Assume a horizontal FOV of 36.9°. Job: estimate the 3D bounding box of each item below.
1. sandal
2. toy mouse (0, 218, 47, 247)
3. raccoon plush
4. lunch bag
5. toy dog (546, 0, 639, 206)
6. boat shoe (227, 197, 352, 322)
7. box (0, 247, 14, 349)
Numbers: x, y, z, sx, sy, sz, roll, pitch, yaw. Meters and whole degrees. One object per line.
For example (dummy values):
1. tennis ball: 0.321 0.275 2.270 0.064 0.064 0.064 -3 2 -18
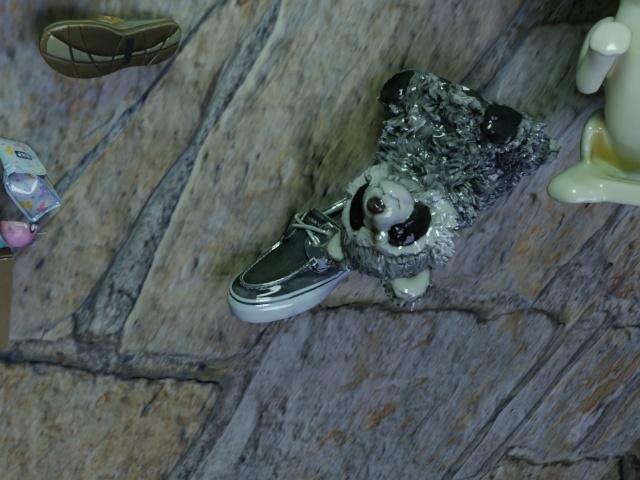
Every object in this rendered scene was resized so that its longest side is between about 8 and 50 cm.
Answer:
1. sandal: -0.238 -0.225 1.074 0.180 0.049 0.072 -19 145 -43
2. toy mouse: -0.377 -0.008 1.127 0.143 0.161 0.031 18 78 -59
3. raccoon plush: 0.205 -0.048 1.376 0.446 0.216 0.299 15 101 -44
4. lunch bag: -0.345 -0.075 1.114 0.053 0.071 0.083 -35 140 -6
5. toy dog: 0.530 -0.264 1.364 0.395 0.285 0.407 -22 120 -42
6. boat shoe: 0.000 0.000 1.426 0.335 0.121 0.119 -30 133 -26
7. box: -0.492 0.090 1.205 0.201 0.021 0.164 -8 132 -31
